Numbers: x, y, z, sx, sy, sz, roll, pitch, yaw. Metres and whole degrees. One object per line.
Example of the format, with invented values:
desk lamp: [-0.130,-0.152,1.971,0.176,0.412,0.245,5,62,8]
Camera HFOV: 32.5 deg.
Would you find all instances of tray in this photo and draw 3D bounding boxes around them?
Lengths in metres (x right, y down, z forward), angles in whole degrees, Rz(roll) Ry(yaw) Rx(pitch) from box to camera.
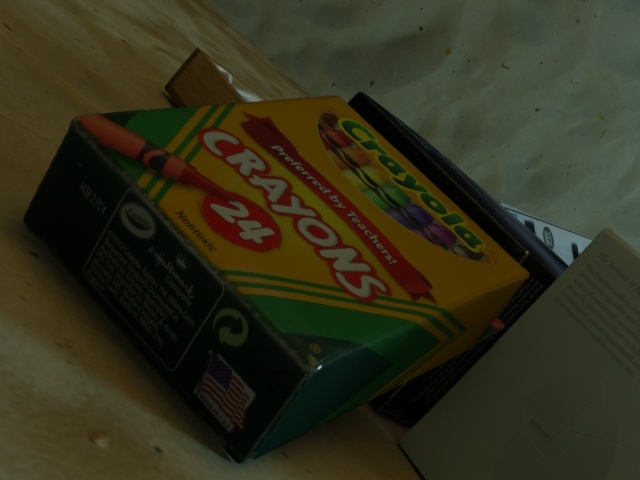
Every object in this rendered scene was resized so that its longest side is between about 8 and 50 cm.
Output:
tray: [-0.004,-0.072,1.409,0.411,0.076,0.203,35,11,-41]

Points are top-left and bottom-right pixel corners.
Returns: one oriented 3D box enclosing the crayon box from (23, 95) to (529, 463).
crayon box: [0.000,0.000,0.709,0.202,0.081,0.319,44,30,19]

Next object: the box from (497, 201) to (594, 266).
box: [0.233,0.041,1.377,0.290,0.169,0.087,15,63,-51]

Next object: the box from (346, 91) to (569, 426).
box: [0.130,0.053,1.036,0.294,0.182,0.296,35,11,-42]

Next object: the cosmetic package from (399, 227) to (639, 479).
cosmetic package: [0.218,0.155,0.770,0.138,0.224,0.224,34,12,-41]
